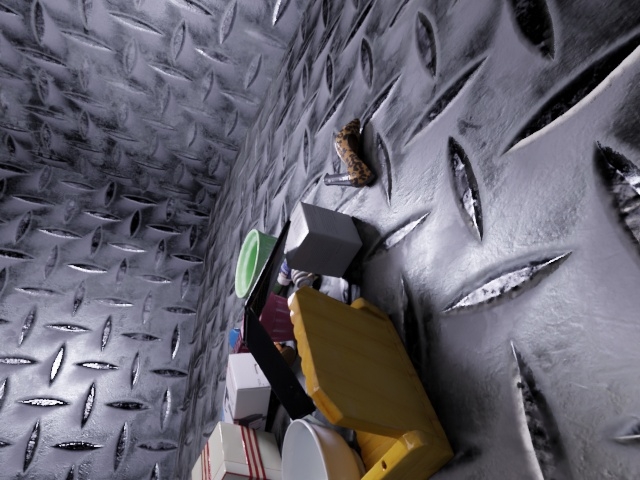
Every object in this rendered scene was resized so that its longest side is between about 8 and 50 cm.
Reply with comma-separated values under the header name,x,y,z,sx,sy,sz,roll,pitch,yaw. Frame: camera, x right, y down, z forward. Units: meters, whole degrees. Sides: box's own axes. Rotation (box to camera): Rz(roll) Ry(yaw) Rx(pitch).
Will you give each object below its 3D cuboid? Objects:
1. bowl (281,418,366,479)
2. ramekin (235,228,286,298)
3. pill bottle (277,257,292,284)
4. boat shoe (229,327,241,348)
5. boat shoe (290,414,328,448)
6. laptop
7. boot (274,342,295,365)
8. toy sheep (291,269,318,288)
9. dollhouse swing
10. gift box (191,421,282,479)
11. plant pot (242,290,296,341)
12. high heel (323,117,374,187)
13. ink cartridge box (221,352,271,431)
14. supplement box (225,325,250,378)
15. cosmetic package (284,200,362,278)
name,x,y,z,sx,sy,sz,roll,pitch,yaw
bowl,0.019,0.560,0.912,0.298,0.134,0.297,-176,90,-67
ramekin,-0.254,0.113,1.746,0.303,0.148,0.303,-42,40,51
pill bottle,-0.123,0.115,1.561,0.120,0.067,0.067,-62,28,28
boat shoe,-0.351,0.459,1.854,0.258,0.089,0.108,-12,79,58
boat shoe,-0.031,0.556,1.130,0.227,0.079,0.081,162,112,-69
laptop,-0.083,0.234,1.096,0.382,0.237,0.407,112,180,-60
boot,-0.157,0.405,1.473,0.197,0.073,0.152,-59,29,32
toy sheep,-0.058,0.124,1.400,0.091,0.091,0.132,-57,36,36
dollhouse swing,0.038,0.313,0.825,0.315,0.305,0.346,-62,29,29
gift box,-0.263,0.795,1.288,0.276,0.255,0.258,-66,24,7
plant pot,-0.159,0.277,1.414,0.201,0.180,0.201,-43,39,51
high heel,0.128,-0.280,1.259,0.186,0.093,0.261,8,71,44
ink cartridge box,-0.286,0.617,1.513,0.223,0.129,0.307,-135,52,-63
supplement box,-0.301,0.481,1.674,0.239,0.130,0.073,-67,25,18
cosmetic package,0.000,0.000,1.215,0.151,0.184,0.151,-59,29,32
